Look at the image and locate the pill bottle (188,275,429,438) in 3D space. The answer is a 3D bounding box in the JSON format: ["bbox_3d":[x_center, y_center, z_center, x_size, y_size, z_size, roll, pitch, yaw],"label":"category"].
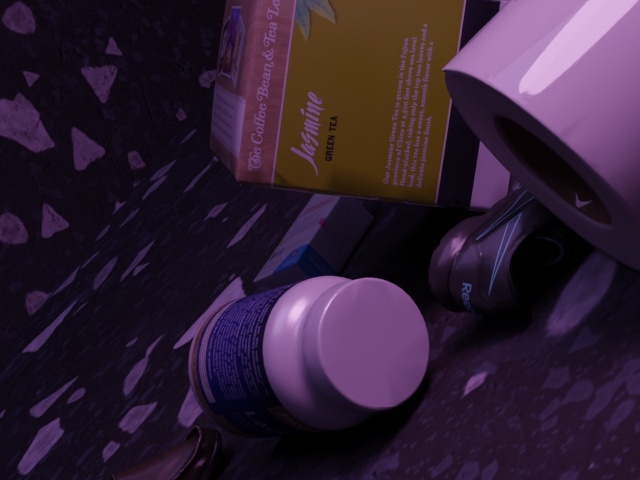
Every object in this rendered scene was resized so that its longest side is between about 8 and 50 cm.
[{"bbox_3d":[-0.014,0.117,1.405,0.153,0.153,0.264,-53,17,-27],"label":"pill bottle"}]

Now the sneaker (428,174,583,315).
[{"bbox_3d":[0.219,-0.027,1.338,0.106,0.101,0.267,17,62,51],"label":"sneaker"}]

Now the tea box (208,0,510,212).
[{"bbox_3d":[0.058,-0.168,1.519,0.329,0.323,0.220,-132,50,-77],"label":"tea box"}]

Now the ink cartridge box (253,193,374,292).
[{"bbox_3d":[0.000,0.000,1.842,0.104,0.061,0.181,-24,26,51],"label":"ink cartridge box"}]

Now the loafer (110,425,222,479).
[{"bbox_3d":[-0.200,0.287,1.583,0.220,0.078,0.080,-47,16,-6],"label":"loafer"}]

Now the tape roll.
[{"bbox_3d":[0.247,-0.114,1.162,0.169,0.246,0.246,-45,15,-3],"label":"tape roll"}]
